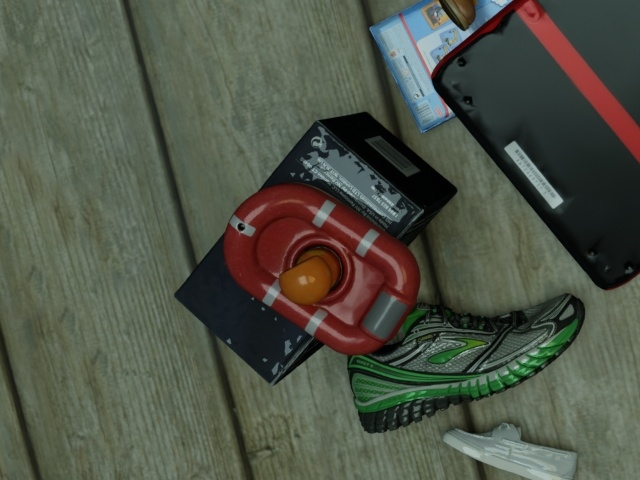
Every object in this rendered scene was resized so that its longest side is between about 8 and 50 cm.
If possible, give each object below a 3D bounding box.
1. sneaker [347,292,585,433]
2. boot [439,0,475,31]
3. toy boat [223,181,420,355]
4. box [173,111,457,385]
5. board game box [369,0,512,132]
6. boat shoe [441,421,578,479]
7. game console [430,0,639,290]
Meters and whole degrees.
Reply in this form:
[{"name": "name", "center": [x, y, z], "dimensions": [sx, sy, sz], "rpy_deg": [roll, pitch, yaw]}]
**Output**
[{"name": "sneaker", "center": [0.187, 0.141, 1.897], "dimensions": [0.344, 0.134, 0.146], "rpy_deg": [-22, 90, 16]}, {"name": "boot", "center": [0.211, -0.365, 1.823], "dimensions": [0.152, 0.073, 0.197], "rpy_deg": [-22, 52, 9]}, {"name": "toy boat", "center": [-0.007, 0.035, 1.618], "dimensions": [0.231, 0.151, 0.151], "rpy_deg": [33, 103, 8]}, {"name": "box", "center": [0.000, 0.000, 1.843], "dimensions": [0.183, 0.296, 0.294], "rpy_deg": [41, 104, 6]}, {"name": "board game box", "center": [0.195, -0.261, 1.897], "dimensions": [0.212, 0.039, 0.160], "rpy_deg": [-26, 89, 15]}, {"name": "boat shoe", "center": [0.259, 0.281, 1.933], "dimensions": [0.184, 0.066, 0.063], "rpy_deg": [18, 86, 14]}, {"name": "game console", "center": [0.386, -0.174, 1.835], "dimensions": [0.342, 0.060, 0.386], "rpy_deg": [-39, 93, 18]}]
